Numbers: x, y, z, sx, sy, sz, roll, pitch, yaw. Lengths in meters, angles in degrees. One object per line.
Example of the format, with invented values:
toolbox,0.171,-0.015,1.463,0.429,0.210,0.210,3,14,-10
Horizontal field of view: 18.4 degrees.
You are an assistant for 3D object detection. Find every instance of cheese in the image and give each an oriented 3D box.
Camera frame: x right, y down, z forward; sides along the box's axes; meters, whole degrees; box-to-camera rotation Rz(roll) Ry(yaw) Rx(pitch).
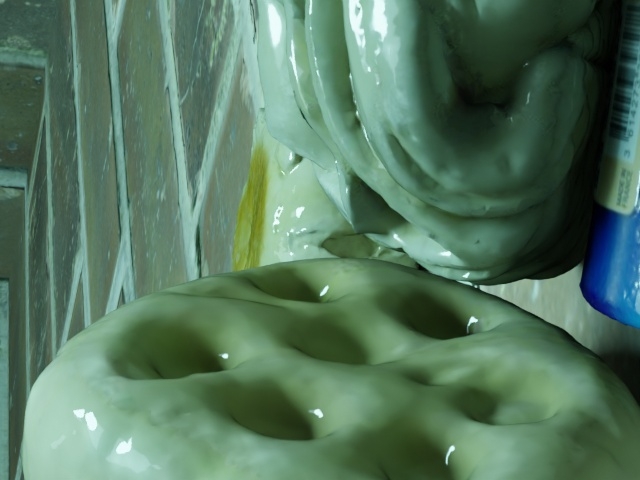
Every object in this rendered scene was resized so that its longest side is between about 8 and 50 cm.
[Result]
cheese,0.005,0.087,0.700,0.235,0.218,0.117,-84,1,-70

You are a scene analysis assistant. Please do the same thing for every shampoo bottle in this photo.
shampoo bottle,0.127,-0.063,0.676,0.087,0.050,0.183,-113,30,-81

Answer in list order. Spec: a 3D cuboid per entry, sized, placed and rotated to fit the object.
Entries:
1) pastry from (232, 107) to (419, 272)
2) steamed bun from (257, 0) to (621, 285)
pastry,0.000,0.000,1.091,0.166,0.088,0.166,-174,90,-75
steamed bun,0.044,-0.092,0.750,0.218,0.144,0.211,-15,-66,-76
